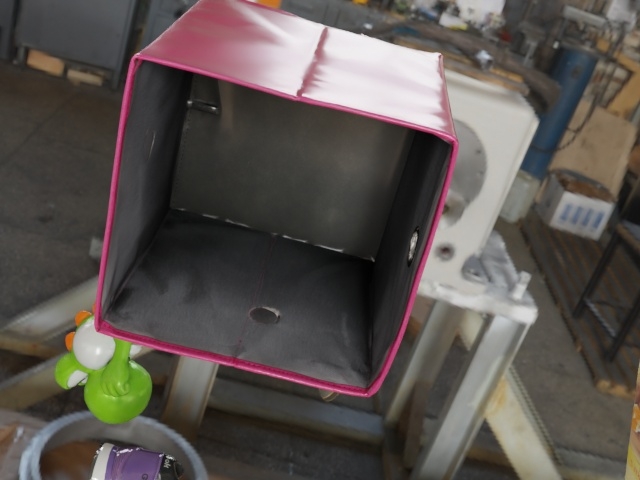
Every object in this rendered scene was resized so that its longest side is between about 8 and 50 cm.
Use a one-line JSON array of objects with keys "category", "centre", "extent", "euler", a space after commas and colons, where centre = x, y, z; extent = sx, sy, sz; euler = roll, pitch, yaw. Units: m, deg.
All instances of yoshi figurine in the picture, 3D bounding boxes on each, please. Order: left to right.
[{"category": "yoshi figurine", "centre": [-0.281, 0.173, 1.361], "extent": [0.203, 0.362, 0.203], "euler": [33, 30, -37]}]

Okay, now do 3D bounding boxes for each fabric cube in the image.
[{"category": "fabric cube", "centre": [-0.034, -0.054, 0.766], "extent": [0.258, 0.254, 0.258], "euler": [14, 26, -2]}]

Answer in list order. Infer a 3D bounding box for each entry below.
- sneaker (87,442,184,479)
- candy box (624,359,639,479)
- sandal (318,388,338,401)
[{"category": "sneaker", "centre": [-0.238, 0.406, 1.070], "extent": [0.124, 0.284, 0.107], "euler": [7, 14, -2]}, {"category": "candy box", "centre": [0.444, 0.249, 0.850], "extent": [0.087, 0.183, 0.316], "euler": [-5, 17, -13]}, {"category": "sandal", "centre": [0.058, 0.157, 1.294], "extent": [0.060, 0.219, 0.090], "euler": [40, 21, 3]}]
